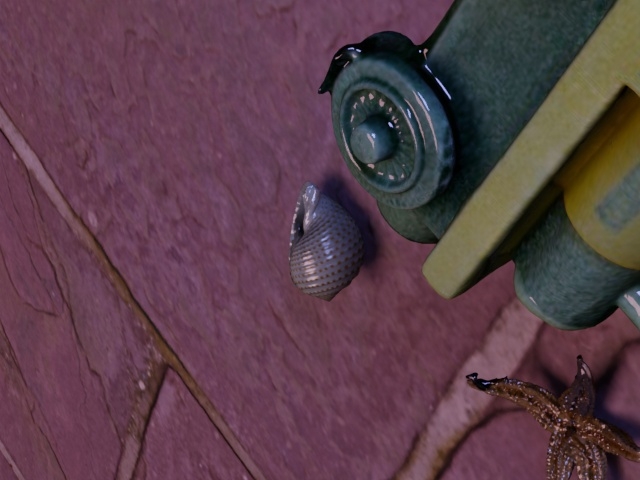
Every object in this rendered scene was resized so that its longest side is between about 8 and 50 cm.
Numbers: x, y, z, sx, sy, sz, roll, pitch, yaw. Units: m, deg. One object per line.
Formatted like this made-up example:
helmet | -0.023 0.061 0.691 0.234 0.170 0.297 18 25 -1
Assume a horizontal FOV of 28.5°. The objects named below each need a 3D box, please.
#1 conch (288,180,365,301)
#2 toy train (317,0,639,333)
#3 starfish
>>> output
conch | 0.004 0.002 0.946 0.076 0.057 0.085 -166 87 -71
toy train | 0.150 -0.079 0.590 0.237 0.150 0.369 50 143 15
starfish | 0.155 0.114 0.811 0.130 0.041 0.133 35 132 26
